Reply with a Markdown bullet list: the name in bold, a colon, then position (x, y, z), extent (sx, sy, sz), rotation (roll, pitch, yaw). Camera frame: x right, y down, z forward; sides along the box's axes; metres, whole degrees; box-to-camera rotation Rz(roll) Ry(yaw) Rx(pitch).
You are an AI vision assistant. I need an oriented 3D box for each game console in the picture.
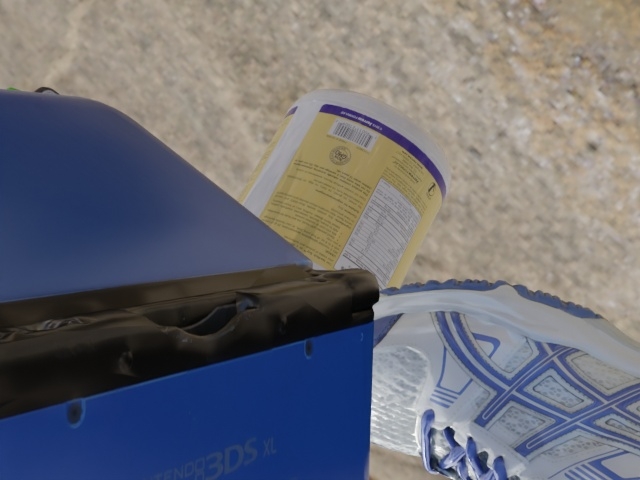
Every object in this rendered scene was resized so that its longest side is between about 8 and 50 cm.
- **game console**: position (-0.113, 0.062, 0.430), extent (0.173, 0.250, 0.293), rotation (5, -175, 29)

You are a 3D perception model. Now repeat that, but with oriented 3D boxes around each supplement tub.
- **supplement tub**: position (0.000, 0.000, 1.426), extent (0.241, 0.331, 0.241), rotation (25, 161, 9)

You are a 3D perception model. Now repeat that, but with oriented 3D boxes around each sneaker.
- **sneaker**: position (0.118, 0.106, 0.535), extent (0.296, 0.131, 0.112), rotation (7, 141, 23)

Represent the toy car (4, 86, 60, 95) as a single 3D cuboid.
- **toy car**: position (-0.204, -0.067, 0.633), extent (0.239, 0.053, 0.225), rotation (-26, 148, 38)
